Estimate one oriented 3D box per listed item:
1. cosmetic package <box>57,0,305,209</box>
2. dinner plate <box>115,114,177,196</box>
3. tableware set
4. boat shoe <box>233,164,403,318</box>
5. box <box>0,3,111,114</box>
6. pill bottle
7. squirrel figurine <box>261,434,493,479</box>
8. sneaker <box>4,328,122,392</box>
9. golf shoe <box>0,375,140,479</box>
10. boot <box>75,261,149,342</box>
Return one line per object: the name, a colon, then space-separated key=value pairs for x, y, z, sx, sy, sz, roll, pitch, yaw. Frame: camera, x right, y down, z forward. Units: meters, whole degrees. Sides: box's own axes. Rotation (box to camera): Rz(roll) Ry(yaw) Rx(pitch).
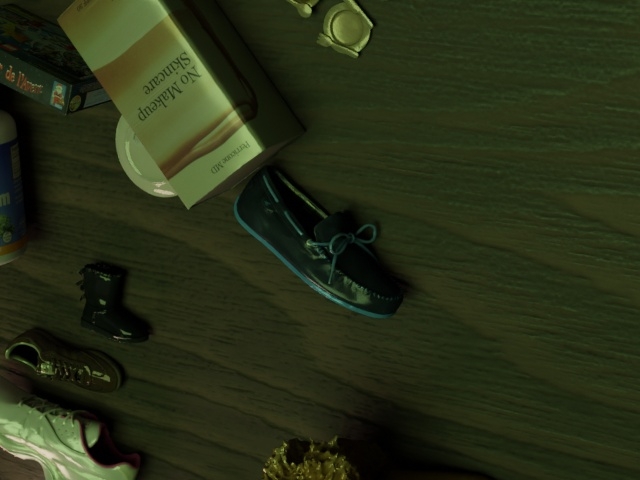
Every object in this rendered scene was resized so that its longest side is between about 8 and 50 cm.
cosmetic package: x=-0.176 y=-0.208 z=1.456 sx=0.153 sy=0.129 sz=0.296 roll=-37 pitch=89 yaw=28
dinner plate: x=-0.227 y=-0.126 z=1.577 sx=0.141 sy=0.017 sz=0.141 roll=8 pitch=109 yaw=25
tableware set: x=0.027 y=-0.314 z=1.382 sx=0.141 sy=0.020 sz=0.169 roll=41 pitch=120 yaw=8
boat shoe: x=0.000 y=0.000 z=1.454 sx=0.258 sy=0.109 sz=0.089 roll=34 pitch=115 yaw=10
box: x=-0.379 y=-0.246 z=1.529 sx=0.233 sy=0.159 sz=0.044 roll=27 pitch=117 yaw=17
pill bottle: x=-0.510 y=-0.106 z=1.646 sx=0.152 sy=0.152 sz=0.272 roll=8 pitch=111 yaw=24
squirrel figurine: x=0.057 y=0.428 z=1.414 sx=0.397 sy=0.370 sz=0.281 roll=42 pitch=121 yaw=9
sneaker: x=-0.393 y=0.194 z=1.737 sx=0.188 sy=0.071 sz=0.066 roll=18 pitch=114 yaw=21
golf shoe: x=-0.405 y=0.294 z=1.767 sx=0.306 sy=0.115 sz=0.140 roll=42 pitch=110 yaw=1
boot: x=-0.302 y=0.090 z=1.674 sx=0.121 sy=0.045 sz=0.099 roll=16 pitch=110 yaw=22
